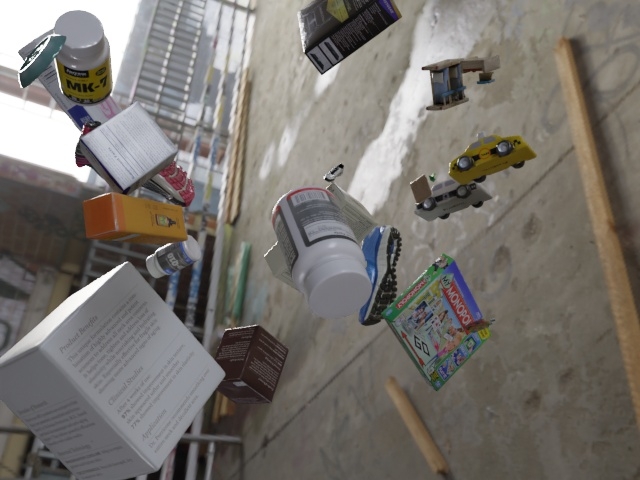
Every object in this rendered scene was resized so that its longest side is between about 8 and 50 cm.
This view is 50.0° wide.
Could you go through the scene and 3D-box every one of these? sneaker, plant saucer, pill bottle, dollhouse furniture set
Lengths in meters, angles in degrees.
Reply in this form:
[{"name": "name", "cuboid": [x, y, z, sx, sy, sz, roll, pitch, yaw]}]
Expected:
[{"name": "sneaker", "cuboid": [0.049, -0.245, 2.474, 0.109, 0.040, 0.044, -44, -17, -46]}, {"name": "sneaker", "cuboid": [0.167, 0.114, 2.238, 0.147, 0.129, 0.330, 4, 78, 36]}, {"name": "plant saucer", "cuboid": [-0.492, -0.319, 1.201, 0.119, 0.021, 0.119, -29, 39, 27]}, {"name": "pill bottle", "cuboid": [-0.402, 0.046, 1.872, 0.137, 0.078, 0.078, -26, 39, 17]}, {"name": "dollhouse furniture set", "cuboid": [0.402, -0.448, 1.960, 0.183, 0.128, 0.130, 12, 119, 48]}, {"name": "sneaker", "cuboid": [-0.432, -0.164, 1.616, 0.112, 0.299, 0.121, -59, 1, 20]}, {"name": "pill bottle", "cuboid": [0.002, 0.024, 1.478, 0.161, 0.161, 0.283, -62, 33, 31]}, {"name": "pill bottle", "cuboid": [-0.517, -0.395, 1.495, 0.208, 0.119, 0.119, 121, 159, -65]}]

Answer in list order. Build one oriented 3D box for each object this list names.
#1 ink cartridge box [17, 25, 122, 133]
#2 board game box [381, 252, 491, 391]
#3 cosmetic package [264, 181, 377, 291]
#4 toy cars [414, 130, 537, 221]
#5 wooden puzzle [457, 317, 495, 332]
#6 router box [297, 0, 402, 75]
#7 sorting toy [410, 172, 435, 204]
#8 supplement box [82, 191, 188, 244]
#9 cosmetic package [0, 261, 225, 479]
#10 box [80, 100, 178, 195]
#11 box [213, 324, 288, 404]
[{"name": "ink cartridge box", "cuboid": [-0.684, -0.448, 1.956, 0.071, 0.324, 0.330, -29, 26, 11]}, {"name": "board game box", "cuboid": [0.294, 0.208, 1.695, 0.213, 0.317, 0.046, -43, 40, -10]}, {"name": "cosmetic package", "cuboid": [0.000, 0.000, 2.024, 0.309, 0.160, 0.113, -45, 39, 11]}, {"name": "toy cars", "cuboid": [0.356, -0.160, 1.648, 0.394, 0.176, 0.087, 123, 142, -62]}, {"name": "wooden puzzle", "cuboid": [0.337, 0.184, 1.475, 0.083, 0.049, 0.006, -29, 56, 31]}, {"name": "router box", "cuboid": [0.065, -0.581, 1.766, 0.242, 0.081, 0.309, -33, 33, 18]}, {"name": "sorting toy", "cuboid": [0.251, -0.128, 1.640, 0.083, 0.012, 0.062, -34, 64, 49]}, {"name": "supplement box", "cuboid": [-0.359, -0.037, 1.358, 0.080, 0.233, 0.078, -14, 80, 23]}, {"name": "cosmetic package", "cuboid": [-0.524, 0.335, 1.696, 0.327, 0.394, 0.329, -26, 18, 39]}, {"name": "box", "cuboid": [-0.368, -0.173, 1.323, 0.137, 0.126, 0.072, -41, 4, -23]}, {"name": "box", "cuboid": [-0.239, 0.410, 2.261, 0.168, 0.167, 0.203, -12, 46, 38]}]
